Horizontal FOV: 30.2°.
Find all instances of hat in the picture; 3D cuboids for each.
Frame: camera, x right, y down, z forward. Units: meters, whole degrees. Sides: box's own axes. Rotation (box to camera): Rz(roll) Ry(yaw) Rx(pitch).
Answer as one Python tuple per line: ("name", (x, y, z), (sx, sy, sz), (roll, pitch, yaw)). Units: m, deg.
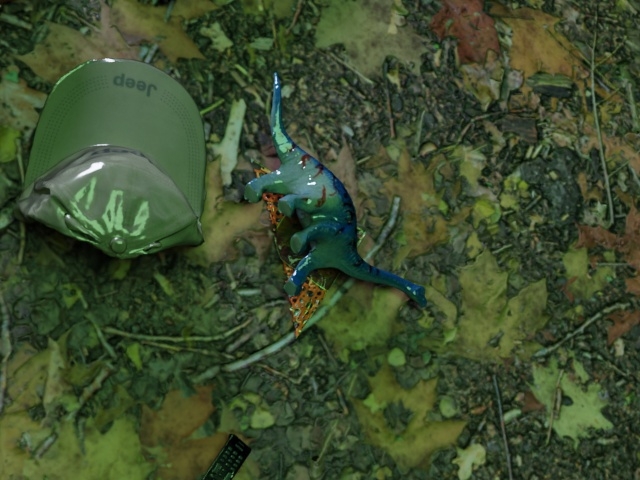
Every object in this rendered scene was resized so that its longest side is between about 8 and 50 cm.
("hat", (-0.215, -0.094, 1.294), (0.214, 0.149, 0.245), (7, 82, -18))

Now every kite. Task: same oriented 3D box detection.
("kite", (0.000, 0.000, 1.402), (0.125, 0.008, 0.222), (-9, 76, -22))

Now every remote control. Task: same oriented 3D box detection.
("remote control", (-0.111, 0.253, 1.280), (0.034, 0.016, 0.091), (44, 64, -20))

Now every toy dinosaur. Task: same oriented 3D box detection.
("toy dinosaur", (-0.007, -0.030, 1.367), (0.144, 0.076, 0.329), (-35, 90, -34))

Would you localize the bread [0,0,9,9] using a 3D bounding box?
("bread", (-0.375, -0.383, 1.330), (0.190, 0.123, 0.244), (-6, 77, -22))
